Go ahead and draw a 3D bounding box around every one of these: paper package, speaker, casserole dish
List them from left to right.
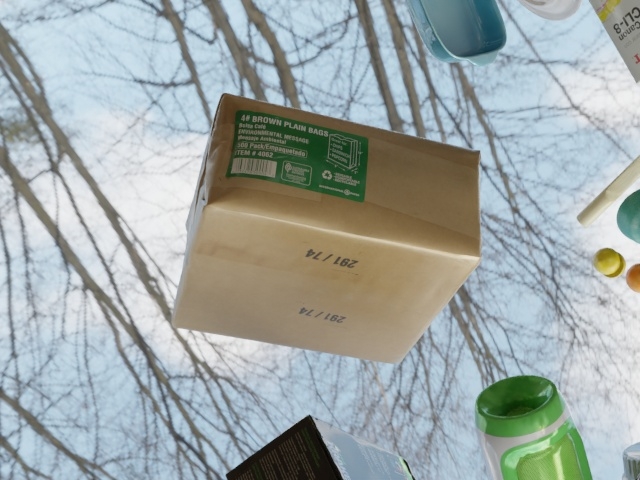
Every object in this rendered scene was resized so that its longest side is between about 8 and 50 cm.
[{"bbox_3d":[0.000,0.000,1.077,0.325,0.309,0.168,11,-125,-11],"label":"paper package"},{"bbox_3d":[0.132,-0.268,0.935,0.114,0.188,0.037,-21,178,-37],"label":"casserole dish"},{"bbox_3d":[0.298,0.334,1.169,0.131,0.296,0.131,-17,-163,6],"label":"speaker"}]

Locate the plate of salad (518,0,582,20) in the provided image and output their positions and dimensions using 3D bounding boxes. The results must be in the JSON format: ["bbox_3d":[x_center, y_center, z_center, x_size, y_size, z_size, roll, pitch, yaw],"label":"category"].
[{"bbox_3d":[0.279,-0.380,1.131,0.048,0.199,0.200,-34,-130,-10],"label":"plate of salad"}]

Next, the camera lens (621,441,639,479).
[{"bbox_3d":[0.528,0.403,1.145,0.220,0.219,0.274,-11,-95,13],"label":"camera lens"}]

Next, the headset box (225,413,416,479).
[{"bbox_3d":[0.053,0.369,1.023,0.131,0.283,0.246,-37,-128,11],"label":"headset box"}]

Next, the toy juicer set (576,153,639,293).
[{"bbox_3d":[0.590,-0.028,1.628,0.209,0.329,0.089,-30,-150,26],"label":"toy juicer set"}]

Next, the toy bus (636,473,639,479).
[{"bbox_3d":[0.153,0.205,0.410,0.333,0.108,0.130,-12,-135,-42],"label":"toy bus"}]

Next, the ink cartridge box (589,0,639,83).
[{"bbox_3d":[0.316,-0.252,0.762,0.127,0.128,0.176,-23,-100,-27],"label":"ink cartridge box"}]
